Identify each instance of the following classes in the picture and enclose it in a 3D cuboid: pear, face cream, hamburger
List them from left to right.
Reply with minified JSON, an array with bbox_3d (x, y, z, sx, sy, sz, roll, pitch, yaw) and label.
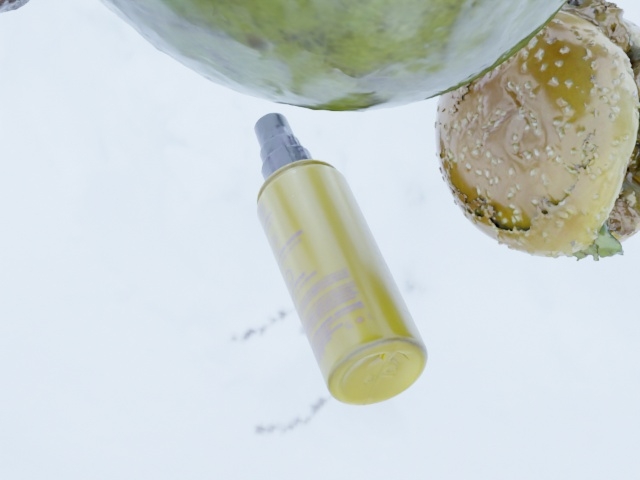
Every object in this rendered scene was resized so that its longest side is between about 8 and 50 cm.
[{"bbox_3d":[0.000,0.000,1.075,0.078,0.273,0.078,-14,139,-12],"label":"face cream"},{"bbox_3d":[0.008,-0.250,0.737,0.352,0.352,0.413,42,136,-19],"label":"pear"},{"bbox_3d":[0.169,-0.085,0.991,0.182,0.118,0.191,34,113,35],"label":"hamburger"}]

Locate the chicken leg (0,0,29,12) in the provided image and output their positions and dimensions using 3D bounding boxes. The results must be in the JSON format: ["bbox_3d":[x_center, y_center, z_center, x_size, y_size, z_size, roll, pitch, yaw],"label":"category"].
[{"bbox_3d":[-0.266,-0.219,1.035,0.234,0.063,0.105,25,127,38],"label":"chicken leg"}]
